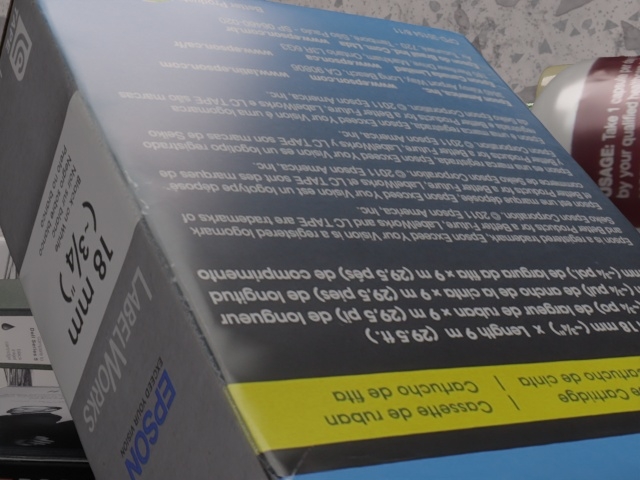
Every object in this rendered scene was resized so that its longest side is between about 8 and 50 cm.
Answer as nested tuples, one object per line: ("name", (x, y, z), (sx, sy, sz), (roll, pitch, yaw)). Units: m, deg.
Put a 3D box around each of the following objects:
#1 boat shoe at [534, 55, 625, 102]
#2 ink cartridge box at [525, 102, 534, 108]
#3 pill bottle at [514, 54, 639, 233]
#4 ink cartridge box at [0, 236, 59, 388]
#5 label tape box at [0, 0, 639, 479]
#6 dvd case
("boat shoe", (0.242, 0.003, 0.875), (0.103, 0.113, 0.302), (-4, -47, 28))
("ink cartridge box", (0.108, 0.010, 0.917), (0.160, 0.220, 0.092), (-1, 2, 24))
("pill bottle", (0.237, 0.005, 0.671), (0.392, 0.224, 0.224), (1, -1, 25))
("ink cartridge box", (-0.193, 0.056, 0.874), (0.272, 0.115, 0.198), (1, -1, 10))
("label tape box", (0.027, 0.036, 0.467), (0.240, 0.106, 0.334), (1, 40, -34))
("dvd case", (-0.113, 0.096, 0.577), (0.179, 0.030, 0.238), (0, -1, 8))
